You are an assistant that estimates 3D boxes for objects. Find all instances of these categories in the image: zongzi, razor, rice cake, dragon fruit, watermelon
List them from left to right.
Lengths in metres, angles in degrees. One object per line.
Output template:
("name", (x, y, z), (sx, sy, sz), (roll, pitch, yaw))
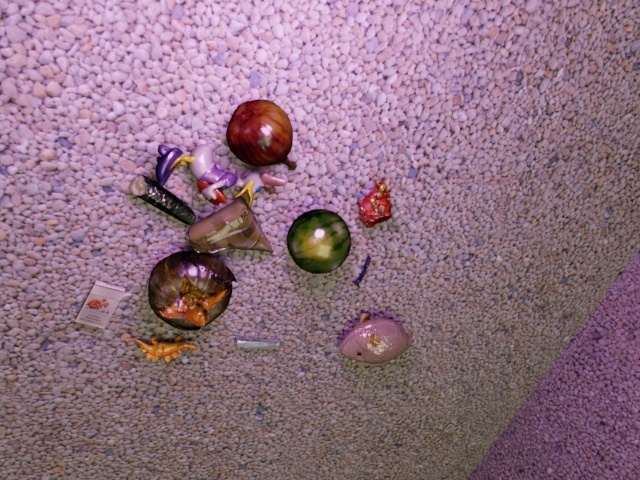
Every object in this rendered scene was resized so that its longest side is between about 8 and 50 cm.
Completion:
("zongzi", (-0.326, 0.007, 1.733), (0.251, 0.125, 0.274), (-27, 133, -2))
("rice cake", (-0.276, 0.455, 2.107), (0.211, 0.034, 0.043), (9, 111, -24))
("watermelon", (-0.004, 0.002, 1.770), (0.243, 0.242, 0.242), (-9, 125, -14))
("razor", (0.185, 0.129, 2.056), (0.028, 0.044, 0.154), (-9, 129, -51))
("dragon fruit", (0.216, -0.136, 1.828), (0.133, 0.150, 0.207), (-22, 127, -42))

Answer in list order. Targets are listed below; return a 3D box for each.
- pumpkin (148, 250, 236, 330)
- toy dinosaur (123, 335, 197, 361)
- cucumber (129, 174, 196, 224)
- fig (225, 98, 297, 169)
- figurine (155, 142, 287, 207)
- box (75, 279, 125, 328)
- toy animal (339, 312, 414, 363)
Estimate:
("pumpkin", (-0.478, 0.179, 1.748), (0.321, 0.192, 0.320), (-11, 128, -14))
("toy dinosaur", (-0.654, 0.447, 1.949), (0.289, 0.070, 0.117), (5, 121, -17))
("cucumber", (-0.518, -0.130, 1.601), (0.074, 0.074, 0.241), (-45, 127, 13))
("fig", (-0.151, -0.314, 1.554), (0.217, 0.217, 0.321), (-43, 146, 11))
("figurine", (-0.332, -0.213, 1.570), (0.421, 0.154, 0.193), (22, 76, -22))
("box", (-0.821, 0.240, 1.770), (0.109, 0.029, 0.198), (23, 113, -31))
("toy animal", (0.275, 0.464, 2.214), (0.359, 0.188, 0.226), (-4, 128, -18))
